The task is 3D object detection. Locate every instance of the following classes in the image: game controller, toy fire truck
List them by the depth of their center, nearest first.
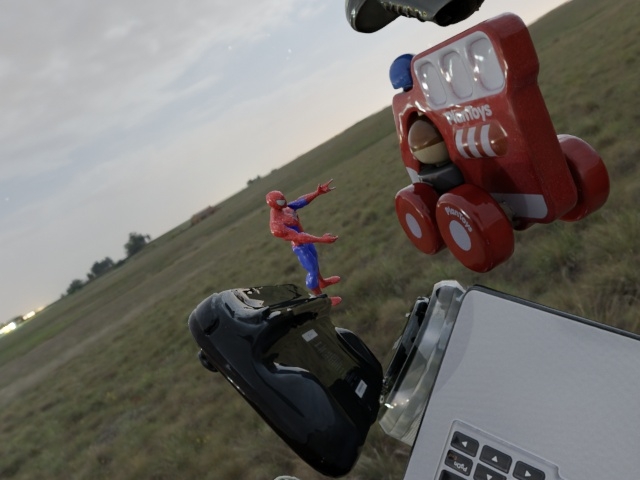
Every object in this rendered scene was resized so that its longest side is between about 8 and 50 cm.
[{"bbox_3d":[-0.011,0.111,0.512,0.067,0.166,0.319,-38,-9,7],"label":"game controller"},{"bbox_3d":[0.177,-0.119,0.652,0.169,0.253,0.302,-27,14,-11],"label":"toy fire truck"}]

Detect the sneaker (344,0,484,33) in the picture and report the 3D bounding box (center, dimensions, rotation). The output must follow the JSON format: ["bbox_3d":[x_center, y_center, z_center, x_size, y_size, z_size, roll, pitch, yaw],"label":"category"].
[{"bbox_3d":[0.107,-0.297,0.670,0.083,0.118,0.222,-7,-10,-29],"label":"sneaker"}]

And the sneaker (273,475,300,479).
[{"bbox_3d":[-0.047,0.517,1.032,0.252,0.111,0.103,12,15,-35],"label":"sneaker"}]

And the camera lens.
[{"bbox_3d":[0.223,0.192,0.691,0.219,0.274,0.219,-63,-8,-16],"label":"camera lens"}]

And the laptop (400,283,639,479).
[{"bbox_3d":[0.149,0.248,0.225,0.382,0.407,0.236,17,-3,33],"label":"laptop"}]

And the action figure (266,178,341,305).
[{"bbox_3d":[0.000,0.000,1.012,0.139,0.280,0.091,-21,40,15],"label":"action figure"}]
